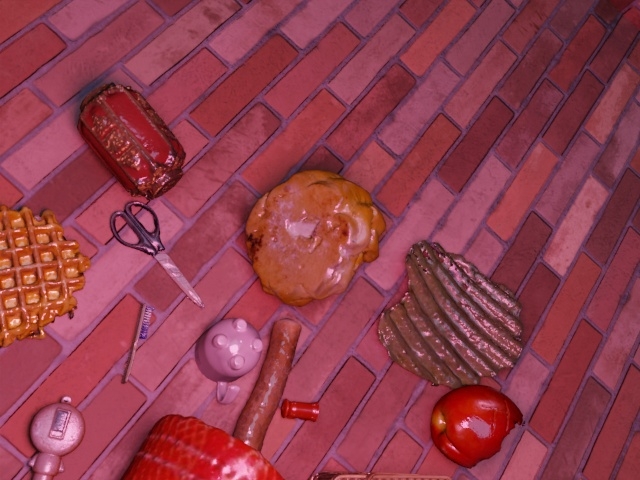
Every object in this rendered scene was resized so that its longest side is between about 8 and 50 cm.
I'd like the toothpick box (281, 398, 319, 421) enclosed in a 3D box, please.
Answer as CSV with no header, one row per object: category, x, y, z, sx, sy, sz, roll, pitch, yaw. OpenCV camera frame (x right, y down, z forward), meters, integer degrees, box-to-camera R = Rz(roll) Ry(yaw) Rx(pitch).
toothpick box,-0.049,0.390,1.652,0.083,0.047,0.047,11,68,-18

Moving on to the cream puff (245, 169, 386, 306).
cream puff,-0.001,0.001,1.716,0.291,0.257,0.325,31,98,27

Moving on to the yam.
yam,-0.124,0.338,1.623,0.081,0.081,0.357,25,63,-14

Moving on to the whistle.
whistle,-0.536,0.418,1.426,0.107,0.057,0.220,19,67,-17

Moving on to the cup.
cup,-0.206,0.254,1.578,0.134,0.142,0.173,38,62,-8

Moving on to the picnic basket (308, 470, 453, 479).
picnic basket,0.130,0.628,1.570,0.312,0.175,0.228,9,69,-20

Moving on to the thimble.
thimble,-0.221,0.514,1.373,0.350,0.350,0.231,38,61,-7

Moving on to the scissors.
scissors,-0.364,0.041,1.656,0.109,0.022,0.300,-40,91,-26

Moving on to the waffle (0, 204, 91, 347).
waffle,-0.649,0.074,1.498,0.329,0.062,0.329,8,68,-21

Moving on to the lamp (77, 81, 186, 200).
lamp,-0.430,-0.227,1.640,0.177,0.177,0.274,-37,88,-29

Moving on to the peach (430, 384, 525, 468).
peach,0.387,0.453,1.740,0.226,0.196,0.190,9,102,-18

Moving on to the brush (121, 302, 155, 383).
brush,-0.399,0.226,1.568,0.030,0.033,0.179,23,64,-30

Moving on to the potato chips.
potato chips,0.348,0.196,1.865,0.389,0.097,0.373,28,64,-11
